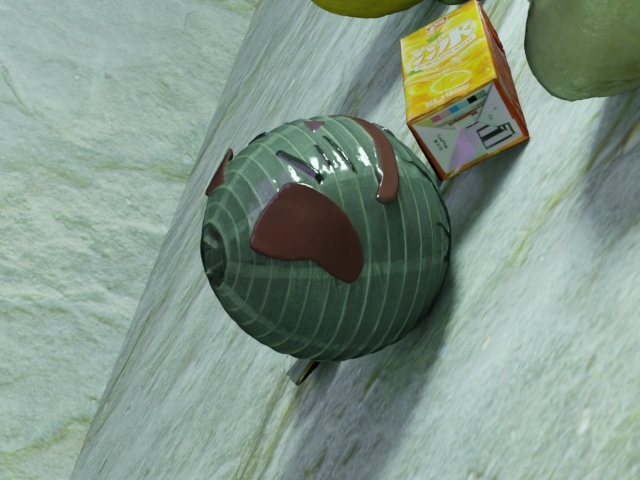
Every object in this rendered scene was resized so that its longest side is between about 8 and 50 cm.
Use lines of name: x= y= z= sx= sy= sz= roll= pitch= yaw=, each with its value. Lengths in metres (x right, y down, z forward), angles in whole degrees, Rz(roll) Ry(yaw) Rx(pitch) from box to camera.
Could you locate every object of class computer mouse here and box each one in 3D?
computer mouse: x=-0.005 y=0.086 z=1.453 sx=0.102 sy=0.045 sz=0.199 roll=-57 pitch=14 yaw=20

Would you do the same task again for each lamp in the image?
lamp: x=0.000 y=0.000 z=1.189 sx=0.265 sy=0.233 sz=0.233 roll=17 pitch=79 yaw=60

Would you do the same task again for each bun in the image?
bun: x=0.239 y=-0.196 z=0.945 sx=0.222 sy=0.127 sz=0.222 roll=-55 pitch=-19 yaw=-29

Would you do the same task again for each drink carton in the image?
drink carton: x=0.135 y=-0.151 z=1.264 sx=0.096 sy=0.071 sz=0.223 roll=-27 pitch=24 yaw=15

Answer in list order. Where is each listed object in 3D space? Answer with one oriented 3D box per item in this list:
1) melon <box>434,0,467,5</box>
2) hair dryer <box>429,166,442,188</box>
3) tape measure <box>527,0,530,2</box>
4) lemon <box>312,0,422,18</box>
melon: x=0.172 y=-0.353 z=1.530 sx=0.162 sy=0.099 sz=0.099 roll=-61 pitch=13 yaw=2
hair dryer: x=0.116 y=-0.063 z=1.320 sx=0.063 sy=0.038 sz=0.124 roll=-120 pitch=53 yaw=-74
tape measure: x=0.246 y=-0.301 z=1.137 sx=0.178 sy=0.105 sz=0.196 roll=-44 pitch=22 yaw=53
lemon: x=0.078 y=-0.425 z=1.700 sx=0.284 sy=0.260 sz=0.260 roll=-40 pitch=20 yaw=14
